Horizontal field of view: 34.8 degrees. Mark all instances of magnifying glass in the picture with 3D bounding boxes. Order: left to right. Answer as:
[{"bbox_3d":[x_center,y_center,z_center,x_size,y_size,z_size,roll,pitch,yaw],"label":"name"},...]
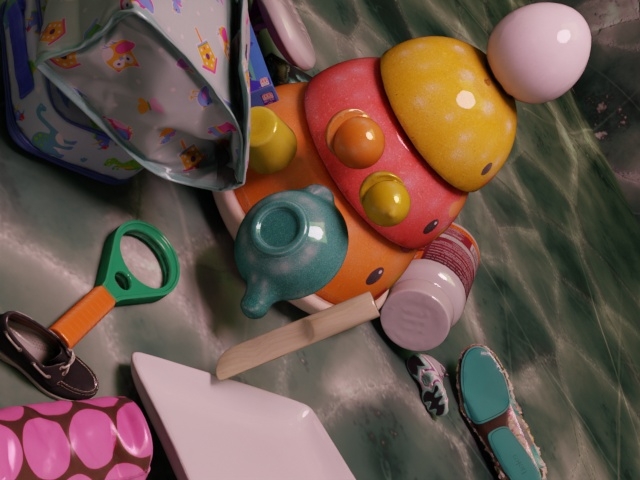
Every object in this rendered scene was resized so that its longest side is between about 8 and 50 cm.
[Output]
[{"bbox_3d":[-0.215,0.049,1.064,0.092,0.026,0.231,53,27,-9],"label":"magnifying glass"}]

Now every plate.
[{"bbox_3d":[-0.054,0.246,1.022,0.278,0.045,0.277,26,21,-44],"label":"plate"}]

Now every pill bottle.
[{"bbox_3d":[0.163,0.065,1.522,0.121,0.121,0.221,52,29,-10],"label":"pill bottle"}]

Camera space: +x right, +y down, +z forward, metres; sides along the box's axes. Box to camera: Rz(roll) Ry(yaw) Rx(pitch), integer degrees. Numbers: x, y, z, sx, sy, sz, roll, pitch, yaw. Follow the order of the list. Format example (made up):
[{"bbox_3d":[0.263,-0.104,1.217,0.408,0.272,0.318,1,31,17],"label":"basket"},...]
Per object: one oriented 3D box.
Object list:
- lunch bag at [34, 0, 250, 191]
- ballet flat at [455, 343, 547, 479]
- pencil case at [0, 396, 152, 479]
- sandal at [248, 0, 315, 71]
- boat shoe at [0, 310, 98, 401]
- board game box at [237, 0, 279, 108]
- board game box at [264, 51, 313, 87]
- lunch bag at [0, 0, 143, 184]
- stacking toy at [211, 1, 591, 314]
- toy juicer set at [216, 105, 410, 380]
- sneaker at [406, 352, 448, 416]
[{"bbox_3d":[-0.155,-0.200,1.077,0.262,0.160,0.223,43,31,-42],"label":"lunch bag"},{"bbox_3d":[0.265,0.275,1.542,0.077,0.091,0.241,67,3,-76],"label":"ballet flat"},{"bbox_3d":[-0.227,0.186,0.842,0.098,0.095,0.209,35,19,28],"label":"pencil case"},{"bbox_3d":[-0.114,-0.382,1.569,0.169,0.102,0.416,47,14,-49],"label":"sandal"},{"bbox_3d":[-0.249,0.106,0.934,0.125,0.038,0.046,43,39,-25],"label":"boat shoe"},{"bbox_3d":[-0.160,-0.244,1.287,0.047,0.160,0.210,65,5,-68],"label":"board game box"},{"bbox_3d":[-0.013,-0.209,1.617,0.186,0.026,0.126,23,44,-46],"label":"board game box"},{"bbox_3d":[-0.268,-0.180,1.132,0.176,0.090,0.219,19,47,-49],"label":"lunch bag"},{"bbox_3d":[0.123,-0.139,1.289,0.351,0.480,0.350,37,36,-32],"label":"stacking toy"},{"bbox_3d":[0.000,0.000,1.143,0.089,0.209,0.329,57,32,-64],"label":"toy juicer set"},{"bbox_3d":[0.170,0.206,1.483,0.069,0.038,0.098,0,62,-56],"label":"sneaker"}]
